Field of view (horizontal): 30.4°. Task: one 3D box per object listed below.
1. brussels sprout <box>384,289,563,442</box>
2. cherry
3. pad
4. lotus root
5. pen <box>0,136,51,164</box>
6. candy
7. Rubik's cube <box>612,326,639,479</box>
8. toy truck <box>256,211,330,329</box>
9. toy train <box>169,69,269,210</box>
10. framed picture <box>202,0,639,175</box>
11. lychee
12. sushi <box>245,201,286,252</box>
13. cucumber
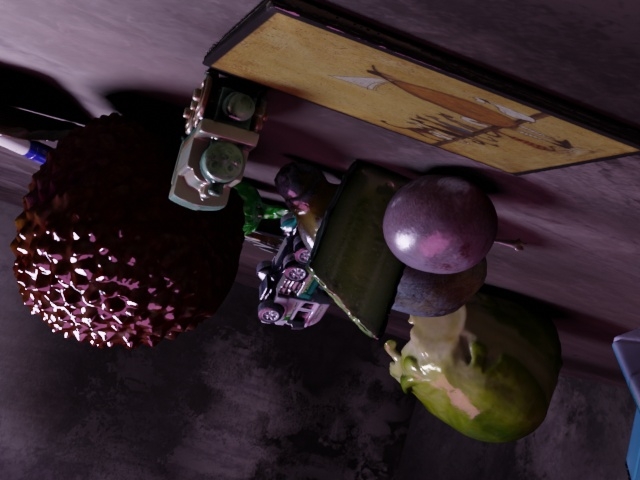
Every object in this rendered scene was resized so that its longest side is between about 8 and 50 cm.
[{"bbox_3d":[0.304,0.227,2.236,0.315,0.276,0.371,27,172,29],"label":"brussels sprout"},{"bbox_3d":[0.166,-0.019,1.315,0.188,0.115,0.148,10,135,-8],"label":"cherry"},{"bbox_3d":[-0.471,-0.175,1.574,0.286,0.018,0.284,15,-172,9],"label":"pad"},{"bbox_3d":[0.070,0.005,1.533,0.322,0.140,0.158,23,171,-27],"label":"lotus root"},{"bbox_3d":[-0.540,-0.177,1.932,0.033,0.033,0.269,11,171,36],"label":"pen"},{"bbox_3d":[-0.026,-0.038,1.739,0.323,0.097,0.097,6,170,15],"label":"candy"},{"bbox_3d":[0.546,0.228,1.449,0.368,0.358,0.387,-22,-168,13],"label":"Rubik's cube"},{"bbox_3d":[-0.010,0.035,1.692,0.116,0.110,0.216,14,132,-18],"label":"toy truck"},{"bbox_3d":[-0.105,-0.096,1.202,0.080,0.125,0.194,14,174,-12],"label":"toy train"},{"bbox_3d":[0.081,-0.122,1.020,0.338,0.014,0.255,19,173,-16],"label":"framed picture"},{"bbox_3d":[-0.241,-0.009,1.476,0.330,0.306,0.306,-34,144,27],"label":"lychee"},{"bbox_3d":[0.000,0.000,1.962,0.292,0.059,0.294,15,173,19],"label":"sushi"},{"bbox_3d":[0.043,0.008,1.401,0.115,0.193,0.086,18,-179,-13],"label":"cucumber"}]
